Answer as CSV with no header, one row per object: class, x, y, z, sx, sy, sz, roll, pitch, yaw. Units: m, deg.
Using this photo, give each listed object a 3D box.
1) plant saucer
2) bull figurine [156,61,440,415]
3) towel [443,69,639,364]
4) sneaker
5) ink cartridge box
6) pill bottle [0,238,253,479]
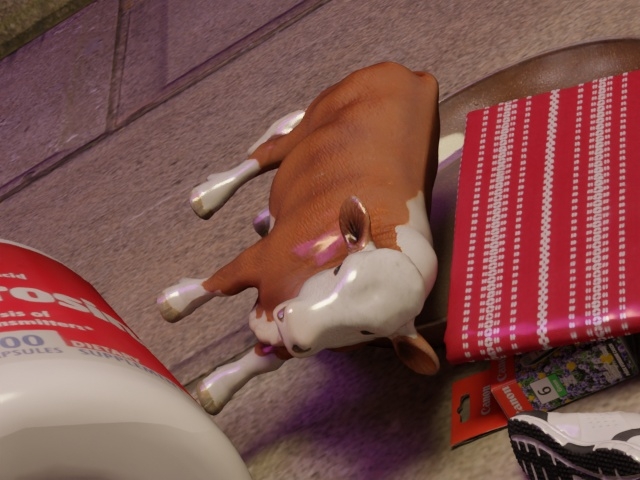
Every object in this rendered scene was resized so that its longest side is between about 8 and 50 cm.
plant saucer,0.119,-0.027,0.995,0.310,0.050,0.311,-29,24,14
bull figurine,0.000,0.000,0.910,0.188,0.101,0.310,-25,24,26
towel,0.205,-0.029,0.821,0.274,0.031,0.199,-12,43,23
sneaker,0.138,0.104,0.746,0.043,0.040,0.109,-28,22,-31
ink cartridge box,0.118,0.068,0.838,0.115,0.029,0.063,-25,26,19
pill bottle,-0.198,0.127,0.885,0.229,0.229,0.407,-38,24,-10
